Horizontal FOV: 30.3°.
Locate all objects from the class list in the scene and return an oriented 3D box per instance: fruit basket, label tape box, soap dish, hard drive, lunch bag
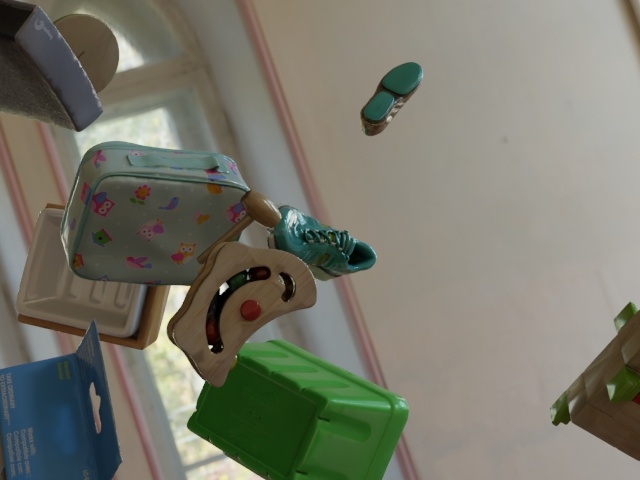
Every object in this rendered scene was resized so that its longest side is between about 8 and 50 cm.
[{"bbox_3d":[-0.007,0.359,2.110,0.392,0.282,0.392,23,-2,1],"label":"fruit basket"},{"bbox_3d":[-0.368,0.290,1.495,0.106,0.240,0.333,9,-52,-28],"label":"label tape box"},{"bbox_3d":[-0.400,0.066,2.154,0.291,0.228,0.118,9,-7,27],"label":"soap dish"},{"bbox_3d":[-0.382,-0.220,1.472,0.172,0.054,0.254,15,-19,13],"label":"hard drive"},{"bbox_3d":[-0.252,-0.044,1.853,0.279,0.108,0.224,4,-58,-29],"label":"lunch bag"}]

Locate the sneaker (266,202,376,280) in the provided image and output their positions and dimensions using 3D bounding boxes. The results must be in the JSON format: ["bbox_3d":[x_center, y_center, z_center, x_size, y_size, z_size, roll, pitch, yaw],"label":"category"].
[{"bbox_3d":[0.000,0.000,2.000,0.110,0.107,0.275,-4,-13,31],"label":"sneaker"}]

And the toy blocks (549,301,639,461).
[{"bbox_3d":[0.613,0.247,2.011,0.381,0.261,0.190,-54,12,25],"label":"toy blocks"}]

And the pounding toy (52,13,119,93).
[{"bbox_3d":[-0.550,-0.386,2.482,0.237,0.183,0.110,-26,34,-23],"label":"pounding toy"}]

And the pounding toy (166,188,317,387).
[{"bbox_3d":[-0.107,0.077,1.689,0.269,0.154,0.155,-60,13,-9],"label":"pounding toy"}]

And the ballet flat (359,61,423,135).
[{"bbox_3d":[0.136,-0.281,2.372,0.206,0.073,0.067,-47,-16,-34],"label":"ballet flat"}]
